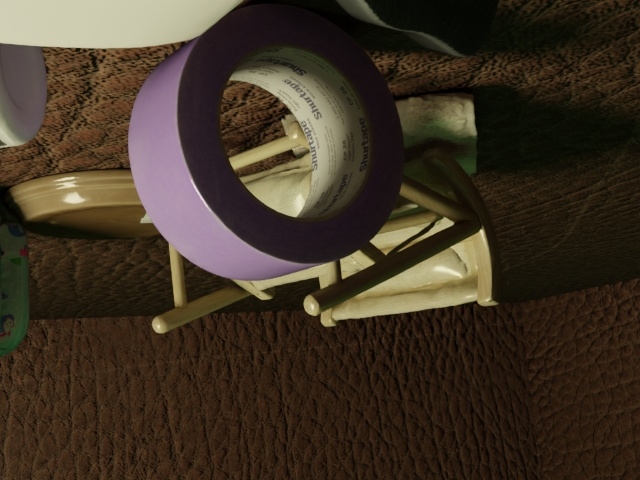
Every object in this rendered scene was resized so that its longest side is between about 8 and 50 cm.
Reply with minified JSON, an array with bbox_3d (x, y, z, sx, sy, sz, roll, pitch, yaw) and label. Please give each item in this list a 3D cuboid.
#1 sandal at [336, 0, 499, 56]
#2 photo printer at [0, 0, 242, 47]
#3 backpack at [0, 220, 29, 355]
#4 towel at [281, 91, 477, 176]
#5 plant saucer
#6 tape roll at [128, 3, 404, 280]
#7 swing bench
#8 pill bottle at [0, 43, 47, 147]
[{"bbox_3d":[0.040,-0.157,0.557,0.055,0.097,0.254,21,180,23],"label":"sandal"},{"bbox_3d":[-0.115,-0.161,0.374,0.256,0.107,0.307,2,169,-32],"label":"photo printer"},{"bbox_3d":[-0.466,0.078,1.211,0.225,0.253,0.191,-7,169,36],"label":"backpack"},{"bbox_3d":[0.070,-0.093,1.079,0.187,0.049,0.282,-6,171,7],"label":"towel"},{"bbox_3d":[-0.256,-0.040,1.281,0.278,0.041,0.278,-5,170,-1],"label":"plant saucer"},{"bbox_3d":[-0.036,-0.068,0.736,0.189,0.188,0.080,2,169,-33],"label":"tape roll"},{"bbox_3d":[0.000,0.000,1.010,0.255,0.165,0.253,1,170,-42],"label":"swing bench"},{"bbox_3d":[-0.282,-0.104,0.664,0.184,0.103,0.103,-5,171,5],"label":"pill bottle"}]
